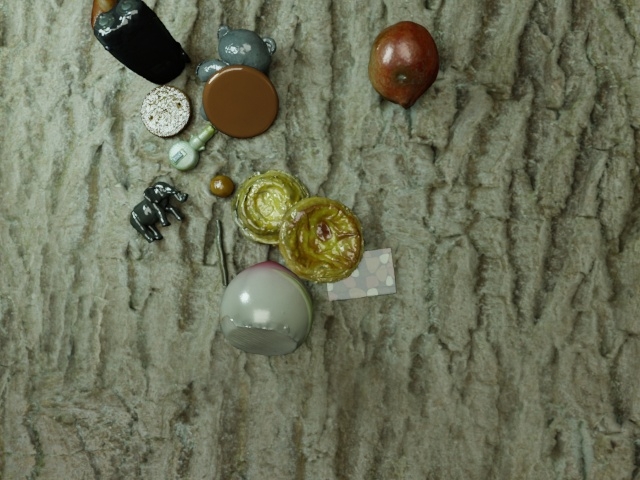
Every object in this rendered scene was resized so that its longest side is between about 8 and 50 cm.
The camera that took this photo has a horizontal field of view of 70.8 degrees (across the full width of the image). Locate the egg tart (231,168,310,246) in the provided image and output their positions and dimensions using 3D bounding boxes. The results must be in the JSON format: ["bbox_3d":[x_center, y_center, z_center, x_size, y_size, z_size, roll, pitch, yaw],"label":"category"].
[{"bbox_3d":[-0.170,-0.114,1.515,0.279,0.095,0.278,0,88,6],"label":"egg tart"}]

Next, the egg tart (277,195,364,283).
[{"bbox_3d":[0.000,0.000,1.461,0.295,0.116,0.294,0,88,-13],"label":"egg tart"}]

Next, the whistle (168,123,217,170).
[{"bbox_3d":[-0.444,-0.326,1.564,0.198,0.057,0.104,-41,86,5],"label":"whistle"}]

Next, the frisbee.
[{"bbox_3d":[-0.263,-0.451,1.487,0.251,0.021,0.250,-5,127,-7],"label":"frisbee"}]

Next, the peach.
[{"bbox_3d":[0.260,-0.537,1.407,0.233,0.232,0.256,-10,78,6],"label":"peach"}]

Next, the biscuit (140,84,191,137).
[{"bbox_3d":[-0.544,-0.455,1.592,0.188,0.027,0.187,0,88,7],"label":"biscuit"}]

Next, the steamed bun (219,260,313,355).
[{"bbox_3d":[-0.164,0.193,1.431,0.310,0.309,0.309,0,89,6],"label":"steamed bun"}]

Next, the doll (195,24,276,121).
[{"bbox_3d":[-0.290,-0.547,1.522,0.246,0.158,0.340,22,120,-4],"label":"doll"}]

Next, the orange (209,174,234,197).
[{"bbox_3d":[-0.338,-0.186,1.542,0.085,0.085,0.085,0,89,6],"label":"orange"}]

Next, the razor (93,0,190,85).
[{"bbox_3d":[-0.560,-0.624,1.449,0.189,0.327,0.107,-33,79,5],"label":"razor"}]

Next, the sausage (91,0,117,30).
[{"bbox_3d":[-0.778,-0.881,1.598,0.103,0.076,0.302,-12,87,14],"label":"sausage"}]

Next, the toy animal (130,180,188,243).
[{"bbox_3d":[-0.560,-0.103,1.546,0.245,0.114,0.146,-39,86,4],"label":"toy animal"}]

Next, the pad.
[{"bbox_3d":[0.132,0.117,1.524,0.235,0.003,0.158,-7,89,6],"label":"pad"}]

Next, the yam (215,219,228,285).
[{"bbox_3d":[-0.347,0.043,1.567,0.027,0.029,0.234,-6,87,-36],"label":"yam"}]
